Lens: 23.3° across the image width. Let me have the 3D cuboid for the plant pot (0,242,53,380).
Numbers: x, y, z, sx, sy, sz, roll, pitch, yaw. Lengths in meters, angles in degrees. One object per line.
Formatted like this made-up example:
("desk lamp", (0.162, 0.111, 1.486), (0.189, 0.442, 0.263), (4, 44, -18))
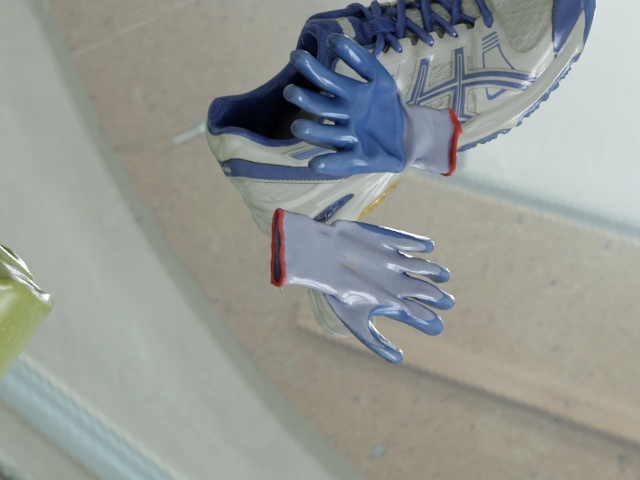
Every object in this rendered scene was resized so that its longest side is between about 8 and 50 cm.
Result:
("plant pot", (-0.328, 0.073, 1.036), (0.276, 0.276, 0.254), (41, -94, 12))

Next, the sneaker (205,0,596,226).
("sneaker", (0.056, -0.120, 1.078), (0.296, 0.131, 0.112), (-38, -135, 7))

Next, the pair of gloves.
("pair of gloves", (0.032, -0.025, 0.964), (0.023, 0.159, 0.198), (-13, -111, 45))

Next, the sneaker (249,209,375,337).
("sneaker", (0.000, 0.000, 1.559), (0.212, 0.080, 0.094), (60, -16, -8))
